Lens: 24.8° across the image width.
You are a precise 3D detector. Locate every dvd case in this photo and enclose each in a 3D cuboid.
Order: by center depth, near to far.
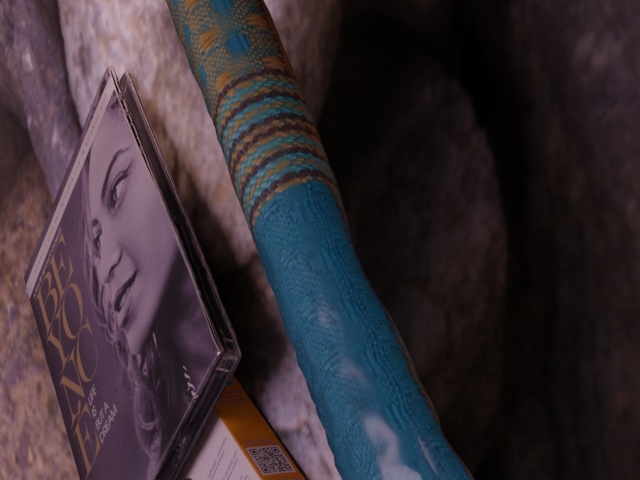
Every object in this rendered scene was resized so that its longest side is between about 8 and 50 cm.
[{"bbox_3d":[-0.110,0.037,0.780,0.164,0.018,0.221,-62,37,33],"label":"dvd case"}]

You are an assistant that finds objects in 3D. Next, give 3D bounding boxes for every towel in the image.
[{"bbox_3d":[0.000,0.000,0.517,0.271,0.040,0.370,71,178,-63],"label":"towel"}]

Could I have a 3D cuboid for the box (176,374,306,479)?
[{"bbox_3d":[-0.045,0.125,0.714,0.136,0.028,0.081,53,130,42],"label":"box"}]
